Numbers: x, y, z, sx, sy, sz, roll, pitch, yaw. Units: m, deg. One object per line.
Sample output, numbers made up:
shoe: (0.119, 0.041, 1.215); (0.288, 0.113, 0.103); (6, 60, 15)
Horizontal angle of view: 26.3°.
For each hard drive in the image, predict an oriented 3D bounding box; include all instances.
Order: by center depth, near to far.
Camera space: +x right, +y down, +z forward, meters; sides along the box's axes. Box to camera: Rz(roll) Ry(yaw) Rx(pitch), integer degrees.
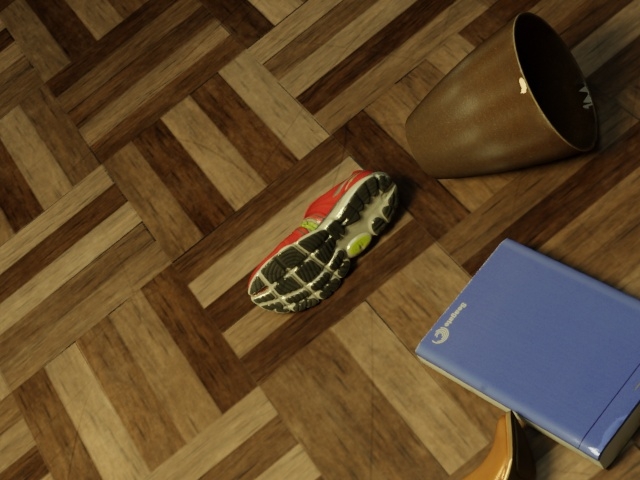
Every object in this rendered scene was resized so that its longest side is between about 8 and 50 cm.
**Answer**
hard drive: (0.301, 0.136, 1.774); (0.319, 0.040, 0.210); (28, 73, 43)

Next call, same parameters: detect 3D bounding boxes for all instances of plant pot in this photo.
plant pot: (0.245, -0.180, 1.979); (0.230, 0.215, 0.215); (-27, 43, 32)

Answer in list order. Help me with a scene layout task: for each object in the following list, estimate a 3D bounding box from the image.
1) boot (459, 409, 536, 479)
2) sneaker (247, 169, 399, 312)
boot: (0.183, 0.306, 1.689); (0.152, 0.073, 0.197); (-16, 45, 26)
sneaker: (0.000, 0.000, 2.058); (0.279, 0.107, 0.118); (-41, 25, -9)
